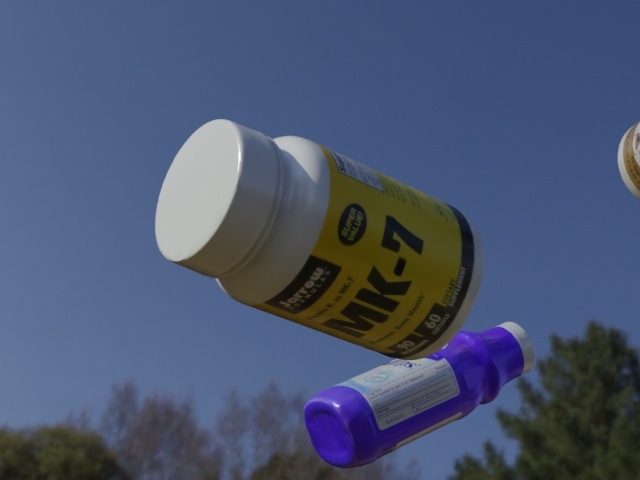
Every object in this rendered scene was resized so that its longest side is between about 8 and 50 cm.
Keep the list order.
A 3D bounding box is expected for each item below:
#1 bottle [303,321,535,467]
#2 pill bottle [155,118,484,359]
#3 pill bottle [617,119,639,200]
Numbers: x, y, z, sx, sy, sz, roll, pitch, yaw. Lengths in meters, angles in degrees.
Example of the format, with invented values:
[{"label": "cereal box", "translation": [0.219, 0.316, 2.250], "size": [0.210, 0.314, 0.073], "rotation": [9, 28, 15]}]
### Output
[{"label": "bottle", "translation": [0.122, 0.172, 1.557], "size": [0.118, 0.283, 0.092], "rotation": [-13, -83, 62]}, {"label": "pill bottle", "translation": [0.000, 0.000, 0.918], "size": [0.208, 0.119, 0.119], "rotation": [22, -29, -34]}, {"label": "pill bottle", "translation": [0.482, -0.133, 1.693], "size": [0.131, 0.131, 0.229], "rotation": [21, -23, -8]}]
